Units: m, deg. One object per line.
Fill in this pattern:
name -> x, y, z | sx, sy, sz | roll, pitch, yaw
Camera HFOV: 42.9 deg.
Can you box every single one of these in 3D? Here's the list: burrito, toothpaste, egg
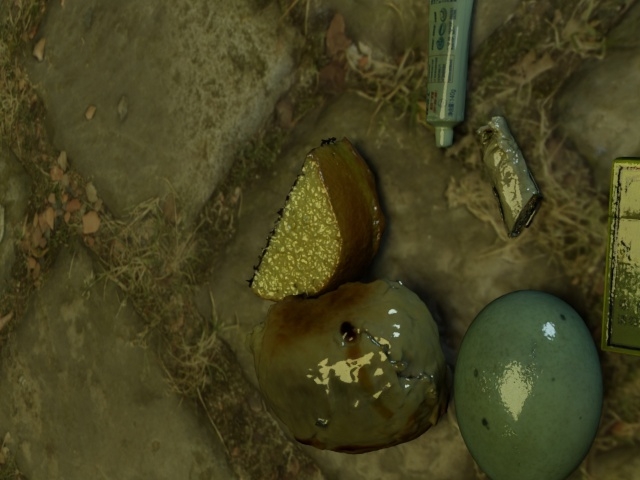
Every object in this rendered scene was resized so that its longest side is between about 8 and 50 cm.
burrito -> 0.232, -0.079, 1.003 | 0.055, 0.041, 0.149 | -20, 87, 48
toothpaste -> 0.161, -0.251, 1.028 | 0.069, 0.047, 0.268 | 9, 98, 52
egg -> 0.240, 0.175, 0.949 | 0.169, 0.169, 0.236 | 8, 100, 33

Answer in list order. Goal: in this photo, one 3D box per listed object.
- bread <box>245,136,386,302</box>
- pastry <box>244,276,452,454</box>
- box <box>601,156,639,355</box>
bread -> 0.009, 0.000, 1.113 | 0.134, 0.129, 0.260 | 31, 113, 20
pastry -> 0.036, 0.190, 1.049 | 0.256, 0.170, 0.237 | -13, 117, 21
box -> 0.391, 0.020, 0.893 | 0.141, 0.064, 0.220 | 5, 100, 34
